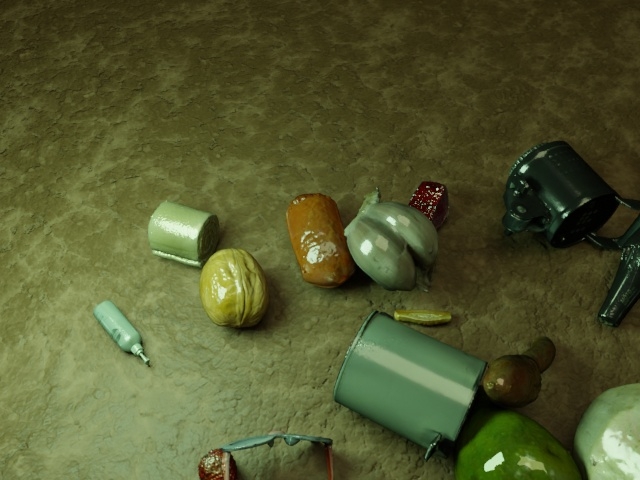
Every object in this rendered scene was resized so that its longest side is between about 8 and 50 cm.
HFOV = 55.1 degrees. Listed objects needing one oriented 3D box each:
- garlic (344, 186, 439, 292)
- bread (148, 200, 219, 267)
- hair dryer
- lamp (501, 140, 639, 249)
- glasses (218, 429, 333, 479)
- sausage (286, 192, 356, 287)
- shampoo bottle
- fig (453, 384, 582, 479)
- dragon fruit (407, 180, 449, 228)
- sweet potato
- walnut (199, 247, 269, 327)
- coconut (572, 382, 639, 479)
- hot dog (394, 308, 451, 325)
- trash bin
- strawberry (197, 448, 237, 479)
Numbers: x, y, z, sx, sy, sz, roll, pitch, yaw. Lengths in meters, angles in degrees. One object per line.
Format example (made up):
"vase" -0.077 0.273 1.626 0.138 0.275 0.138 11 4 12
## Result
"garlic" 0.179 0.012 1.506 0.210 0.237 0.292 -44 81 -5
"bread" -0.349 -0.017 1.576 0.141 0.148 0.134 15 37 10
"hair dryer" 0.872 0.132 1.478 0.360 0.120 0.303 30 84 0
"lamp" 0.634 -0.128 1.610 0.374 0.205 0.272 1 51 -10
"glasses" -0.081 0.514 1.216 0.234 0.118 0.268 5 71 -24
"sausage" -0.001 0.000 1.555 0.141 0.153 0.268 -18 55 0
"shampoo bottle" -0.466 0.223 1.460 0.056 0.056 0.195 -38 62 -24
"fig" 0.385 0.438 1.215 0.233 0.233 0.314 16 13 12
"dragon fruit" 0.291 -0.082 1.660 0.102 0.096 0.147 29 90 31
"sweet potato" 0.424 0.279 1.289 0.109 0.109 0.385 41 21 26
"walnut" -0.208 0.115 1.474 0.165 0.165 0.197 -18 56 -12
"coconut" 0.638 0.437 1.142 0.353 0.352 0.352 0 54 0
"hot dog" 0.248 0.188 1.493 0.137 0.028 0.044 3 28 0
"trash bin" 0.188 0.299 1.296 0.263 0.217 0.277 23 43 16
"strawberry" -0.209 0.475 1.263 0.083 0.083 0.096 -25 66 -17
